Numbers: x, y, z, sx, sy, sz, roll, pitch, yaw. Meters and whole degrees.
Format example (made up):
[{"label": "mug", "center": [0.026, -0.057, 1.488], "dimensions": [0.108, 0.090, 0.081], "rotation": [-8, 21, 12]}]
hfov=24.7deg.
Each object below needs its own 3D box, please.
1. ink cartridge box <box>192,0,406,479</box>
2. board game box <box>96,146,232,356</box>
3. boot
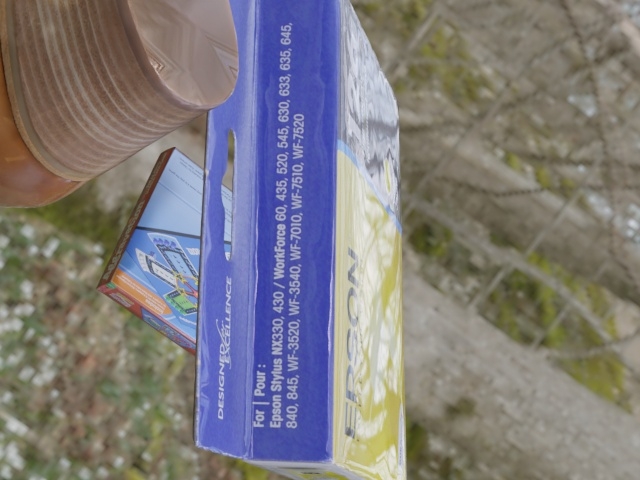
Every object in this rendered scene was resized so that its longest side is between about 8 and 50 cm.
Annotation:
[{"label": "ink cartridge box", "center": [0.000, 0.000, 0.933], "dimensions": [0.307, 0.072, 0.303], "rotation": [51, 39, -72]}, {"label": "board game box", "center": [-0.054, 0.057, 1.274], "dimensions": [0.027, 0.281, 0.145], "rotation": [-21, -141, 47]}, {"label": "boot", "center": [-0.153, -0.151, 0.638], "dimensions": [0.220, 0.283, 0.109], "rotation": [-16, 176, 36]}]
